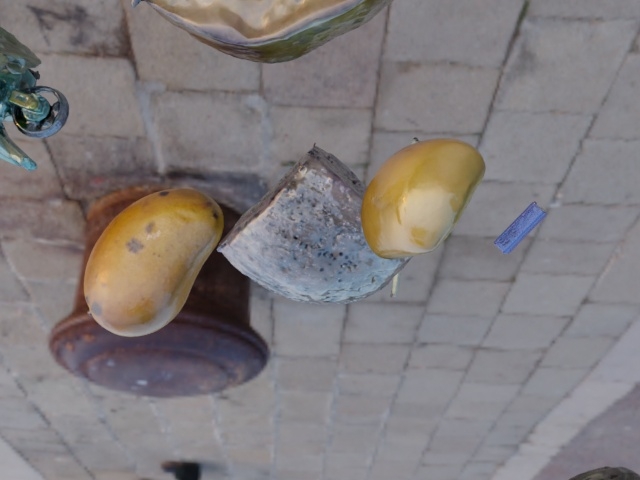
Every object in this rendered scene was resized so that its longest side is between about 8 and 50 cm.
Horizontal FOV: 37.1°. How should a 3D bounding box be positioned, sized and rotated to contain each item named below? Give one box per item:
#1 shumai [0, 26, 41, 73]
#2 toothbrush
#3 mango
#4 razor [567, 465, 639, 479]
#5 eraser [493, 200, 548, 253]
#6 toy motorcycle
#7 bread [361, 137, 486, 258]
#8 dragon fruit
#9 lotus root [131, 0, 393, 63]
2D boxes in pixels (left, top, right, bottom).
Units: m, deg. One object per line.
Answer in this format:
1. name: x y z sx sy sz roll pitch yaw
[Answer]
1. shumai: -0.548 -0.271 1.142 0.394 0.395 0.348 -10 109 21
2. toothbrush: 0.151 -0.038 1.702 0.028 0.295 0.026 7 -167 -16
3. mango: -0.184 0.018 1.029 0.115 0.178 0.090 29 177 8
4. razor: 0.392 0.406 1.018 0.113 0.349 0.204 -33 -178 -13
5. eraser: 0.296 -0.019 1.408 0.085 0.027 0.063 -47 166 12
6. toy motorcycle: -0.522 -0.208 1.414 0.296 0.198 0.109 26 168 13
7. bread: 0.106 -0.051 1.105 0.098 0.147 0.217 29 169 -4
8. dragon fruit: 0.000 0.000 1.373 0.221 0.204 0.283 39 -171 -7
9. lotus root: -0.039 -0.358 0.809 0.374 0.391 0.111 -14 -179 13
